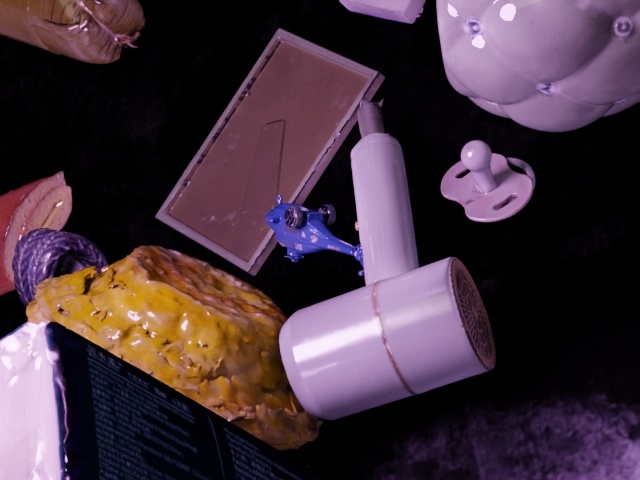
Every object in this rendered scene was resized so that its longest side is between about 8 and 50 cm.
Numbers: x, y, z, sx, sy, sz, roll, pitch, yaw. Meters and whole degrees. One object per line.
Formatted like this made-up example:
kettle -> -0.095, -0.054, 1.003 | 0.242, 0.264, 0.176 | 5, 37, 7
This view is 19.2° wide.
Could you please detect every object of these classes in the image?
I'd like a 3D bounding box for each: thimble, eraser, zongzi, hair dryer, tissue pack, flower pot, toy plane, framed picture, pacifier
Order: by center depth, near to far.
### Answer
tissue pack -> -0.149, 0.280, 1.536 | 0.253, 0.416, 0.264 | -32, 46, 22
flower pot -> 0.206, -0.218, 1.684 | 0.195, 0.246, 0.246 | -4, 58, 11
pacifier -> 0.154, -0.063, 1.750 | 0.081, 0.078, 0.099 | -34, 40, -11
hair dryer -> 0.051, -0.005, 1.768 | 0.173, 0.107, 0.357 | -18, 47, 15
toy plane -> 0.000, 0.000, 1.867 | 0.167, 0.054, 0.062 | 21, 110, 47
eraser -> 0.093, -0.303, 2.000 | 0.104, 0.023, 0.150 | 19, 78, 47
framed picture -> -0.056, -0.098, 2.002 | 0.184, 0.016, 0.250 | 27, 84, 47
thimble -> -0.284, 0.039, 2.047 | 0.066, 0.104, 0.095 | 10, 74, 37
zongzi -> -0.271, -0.360, 2.282 | 0.273, 0.145, 0.300 | 21, 72, 43

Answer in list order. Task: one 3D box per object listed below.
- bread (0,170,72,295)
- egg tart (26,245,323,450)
bread -> -0.367, 0.000, 2.174 | 0.192, 0.067, 0.119 | -25, 49, 28
egg tart -> -0.125, 0.089, 1.736 | 0.294, 0.294, 0.123 | 33, 103, 48
